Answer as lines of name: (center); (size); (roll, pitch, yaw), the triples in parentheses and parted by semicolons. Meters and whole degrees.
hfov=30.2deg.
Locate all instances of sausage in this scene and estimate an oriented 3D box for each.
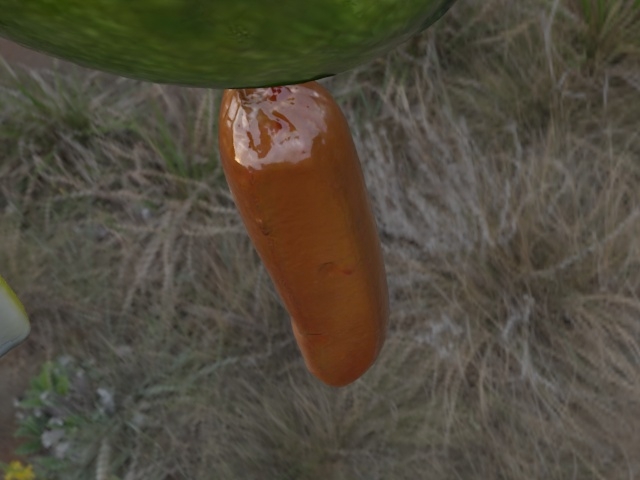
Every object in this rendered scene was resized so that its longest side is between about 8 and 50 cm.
sausage: (0.000, 0.001, 0.888); (0.094, 0.348, 0.097); (-8, 54, 10)

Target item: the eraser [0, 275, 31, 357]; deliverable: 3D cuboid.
eraser: (-0.203, -0.022, 0.410); (0.158, 0.226, 0.069); (31, 71, 15)

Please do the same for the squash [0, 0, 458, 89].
squash: (-0.085, -0.177, 0.480); (0.310, 0.310, 0.309); (-44, 101, -11)
